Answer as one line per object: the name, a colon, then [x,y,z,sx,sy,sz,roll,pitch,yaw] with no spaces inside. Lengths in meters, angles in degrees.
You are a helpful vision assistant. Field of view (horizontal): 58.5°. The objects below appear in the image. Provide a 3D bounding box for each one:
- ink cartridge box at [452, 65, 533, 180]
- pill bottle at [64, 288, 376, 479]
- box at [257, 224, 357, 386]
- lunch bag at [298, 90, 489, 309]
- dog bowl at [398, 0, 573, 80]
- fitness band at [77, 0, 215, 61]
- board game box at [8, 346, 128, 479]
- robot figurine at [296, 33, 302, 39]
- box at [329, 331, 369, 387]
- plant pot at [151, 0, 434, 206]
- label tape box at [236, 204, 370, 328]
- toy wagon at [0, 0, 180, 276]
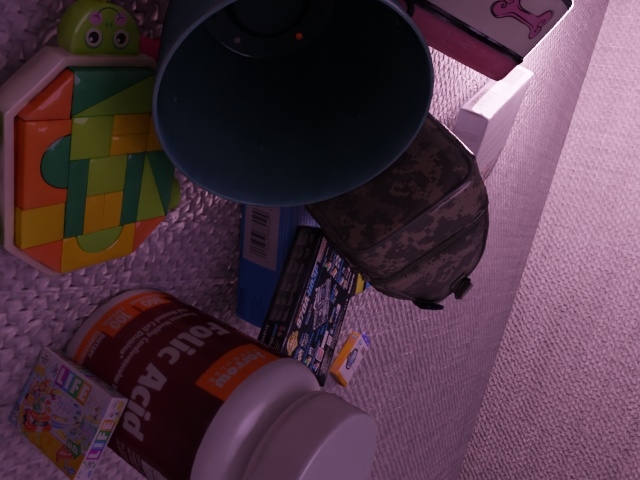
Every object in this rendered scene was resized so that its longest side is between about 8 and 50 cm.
ink cartridge box: [0.469,-0.285,1.688,0.308,0.091,0.385,-44,156,-35]
pill bottle: [-0.140,0.228,0.754,0.224,0.392,0.224,-31,131,-45]
box: [-0.015,0.111,0.943,0.175,0.051,0.220,49,53,-54]
lunch bag: [0.097,-0.065,0.836,0.212,0.305,0.256,-39,146,4]
dog bowl: [0.178,-0.400,0.911,0.408,0.408,0.150,-6,130,-54]
fitness band: [-0.184,-0.363,0.686,0.209,0.054,0.291,8,101,-57]
board game box: [-0.315,0.210,0.708,0.026,0.154,0.103,34,78,-56]
robot figurine: [-0.011,-0.253,0.931,0.128,0.158,0.219,-5,113,-31]
box: [0.076,0.294,1.444,0.136,0.028,0.081,-57,145,-24]
plant pot: [-0.047,-0.222,0.662,0.293,0.235,0.293,-9,144,-7]
label tape box: [0.000,0.000,1.099,0.348,0.115,0.249,-23,124,-51]
toy wagon: [-0.261,-0.122,0.650,0.267,0.068,0.344,-20,136,-50]
